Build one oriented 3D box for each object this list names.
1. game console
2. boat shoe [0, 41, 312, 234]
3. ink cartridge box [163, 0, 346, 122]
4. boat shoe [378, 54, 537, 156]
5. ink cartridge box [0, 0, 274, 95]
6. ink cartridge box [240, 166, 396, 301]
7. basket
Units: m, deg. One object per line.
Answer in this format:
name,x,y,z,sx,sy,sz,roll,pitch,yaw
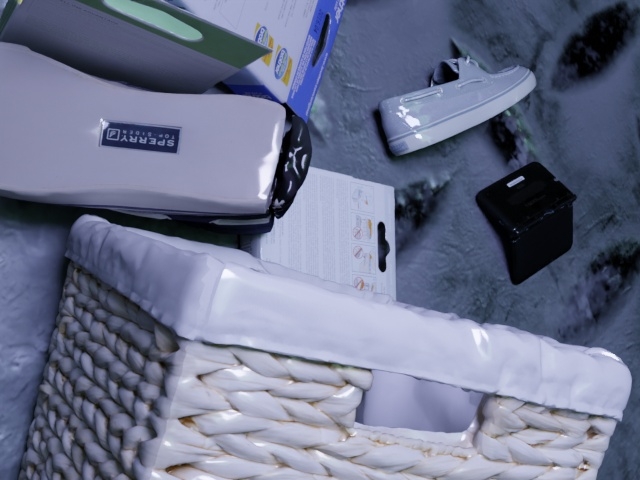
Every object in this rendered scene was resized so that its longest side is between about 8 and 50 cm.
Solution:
game console,0.254,-0.024,1.021,0.122,0.071,0.107,-28,65,-33
boat shoe,-0.181,-0.068,0.709,0.341,0.158,0.127,12,77,-1
ink cartridge box,-0.080,-0.259,0.773,0.311,0.065,0.185,37,64,-53
boat shoe,0.160,-0.172,0.952,0.228,0.079,0.081,-29,100,-29
ink cartridge box,-0.156,-0.174,0.665,0.171,0.235,0.056,18,75,-27
ink cartridge box,0.000,0.000,0.850,0.179,0.045,0.145,10,75,-40
basket,-0.025,0.151,0.603,0.329,0.331,0.266,16,87,-28
